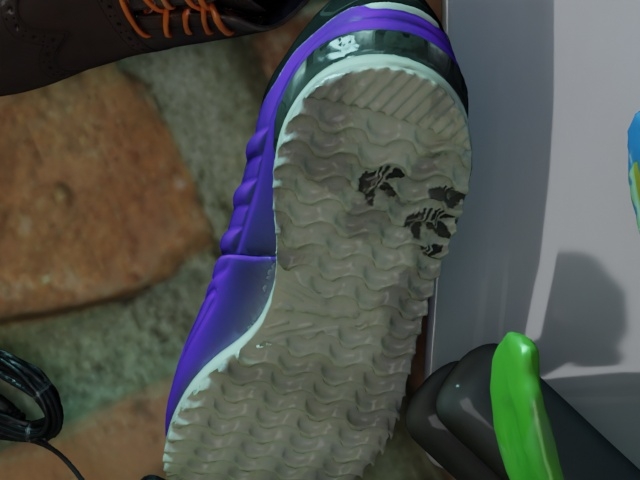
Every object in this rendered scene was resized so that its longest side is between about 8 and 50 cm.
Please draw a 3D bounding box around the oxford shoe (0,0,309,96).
[{"bbox_3d":[-0.072,-0.135,0.835,0.271,0.098,0.097,-28,131,15],"label":"oxford shoe"}]

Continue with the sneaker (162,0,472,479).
[{"bbox_3d":[0.001,0.000,0.841,0.102,0.146,0.293,14,129,-12],"label":"sneaker"}]

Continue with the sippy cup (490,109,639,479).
[{"bbox_3d":[0.231,0.028,0.682,0.240,0.305,0.224,-31,73,42],"label":"sippy cup"}]

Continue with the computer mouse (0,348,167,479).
[{"bbox_3d":[-0.111,0.131,0.916,0.242,0.041,0.071,41,119,13],"label":"computer mouse"}]

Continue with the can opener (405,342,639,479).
[{"bbox_3d":[0.171,0.140,0.794,0.283,0.076,0.095,43,66,-3],"label":"can opener"}]

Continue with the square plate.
[{"bbox_3d":[0.224,-0.055,0.808,0.344,0.049,0.347,3,95,13],"label":"square plate"}]
